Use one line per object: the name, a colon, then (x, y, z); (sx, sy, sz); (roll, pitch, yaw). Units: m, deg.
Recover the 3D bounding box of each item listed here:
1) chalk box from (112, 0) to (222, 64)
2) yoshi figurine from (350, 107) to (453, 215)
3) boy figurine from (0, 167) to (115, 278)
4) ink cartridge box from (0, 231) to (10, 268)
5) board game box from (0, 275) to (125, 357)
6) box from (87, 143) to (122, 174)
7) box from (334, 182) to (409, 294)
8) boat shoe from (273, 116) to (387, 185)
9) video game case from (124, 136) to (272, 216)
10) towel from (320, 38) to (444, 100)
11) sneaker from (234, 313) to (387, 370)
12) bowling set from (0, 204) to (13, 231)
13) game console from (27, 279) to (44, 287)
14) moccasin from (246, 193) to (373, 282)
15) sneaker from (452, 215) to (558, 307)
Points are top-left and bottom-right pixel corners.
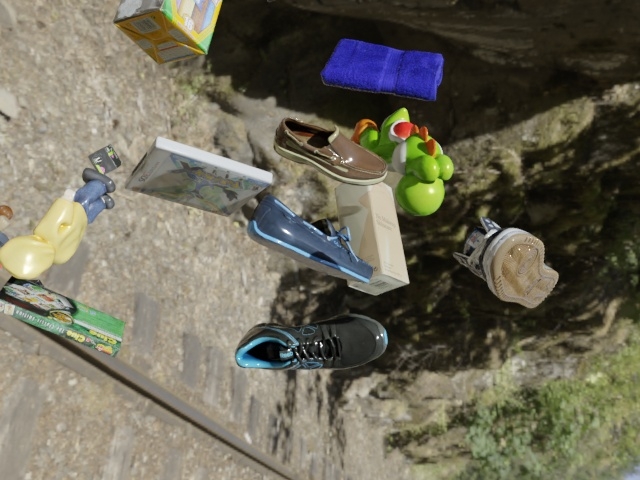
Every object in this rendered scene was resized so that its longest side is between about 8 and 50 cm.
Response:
chalk box: (-0.281, -0.473, 1.131); (0.132, 0.132, 0.213); (39, 57, -52)
yoshi figurine: (0.195, -0.171, 1.417); (0.203, 0.203, 0.362); (52, 0, -28)
boy figurine: (-0.536, -0.021, 1.203); (0.285, 0.092, 0.177); (-59, 177, -41)
ink cartridge box: (-0.917, 0.023, 1.575); (0.145, 0.045, 0.179); (-58, 161, -30)
board game box: (-0.545, 0.159, 1.240); (0.030, 0.259, 0.136); (-59, -161, 6)
box: (-0.560, -0.209, 1.524); (0.062, 0.052, 0.083); (63, -2, -18)
box: (0.143, -0.017, 1.669); (0.148, 0.121, 0.311); (21, 54, -48)
boat shoe: (0.025, -0.194, 1.248); (0.095, 0.257, 0.095); (109, -4, -54)
video game case: (-0.347, -0.166, 1.645); (0.300, 0.329, 0.036); (-28, -127, 53)
towel: (0.171, -0.462, 1.560); (0.228, 0.308, 0.076); (-70, 167, -52)
sneaker: (-0.023, 0.243, 1.292); (0.139, 0.340, 0.125); (-27, 108, -76)
bowling set: (-1.032, -0.049, 1.758); (0.287, 0.154, 0.200); (53, 2, 15)
game console: (-0.785, 0.176, 1.625); (0.071, 0.107, 0.122); (-49, 126, -46)
moccasin: (0.000, 0.000, 1.336); (0.342, 0.137, 0.117); (28, 73, -35)
sneaker: (0.270, 0.018, 0.919); (0.099, 0.153, 0.282); (-51, 146, 7)
